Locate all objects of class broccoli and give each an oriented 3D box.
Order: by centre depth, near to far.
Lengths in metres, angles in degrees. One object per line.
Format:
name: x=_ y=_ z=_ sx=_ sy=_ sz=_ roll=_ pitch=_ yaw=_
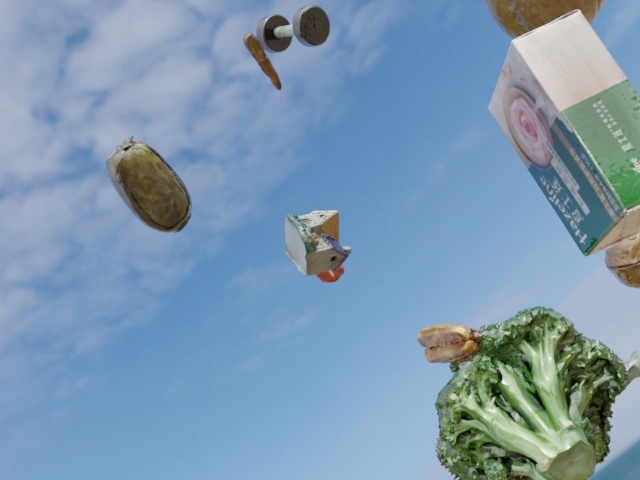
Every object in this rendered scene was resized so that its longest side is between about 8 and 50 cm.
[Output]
broccoli: x=0.317 y=0.258 z=1.205 sx=0.307 sy=0.275 sz=0.308 roll=-6 pitch=-66 yaw=-13

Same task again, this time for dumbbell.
dumbbell: x=-0.070 y=-0.530 z=2.051 sx=0.100 sy=0.191 sz=0.100 roll=-5 pitch=-82 yaw=-39

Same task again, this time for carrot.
carrot: x=-0.136 y=-0.429 z=1.961 sx=0.035 sy=0.035 sz=0.165 roll=-36 pitch=-63 yaw=-4

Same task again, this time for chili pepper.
chili pepper: x=-0.001 y=0.032 z=1.710 sx=0.070 sy=0.123 sz=0.073 roll=-38 pitch=12 yaw=-2

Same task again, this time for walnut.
walnut: x=0.447 y=-0.554 z=1.660 sx=0.252 sy=0.277 sz=0.313 roll=-34 pitch=-60 yaw=23
walnut: x=0.758 y=0.030 z=1.936 sx=0.167 sy=0.167 sz=0.207 roll=-51 pitch=-14 yaw=28

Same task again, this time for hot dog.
hot dog: x=0.168 y=0.130 z=1.040 sx=0.041 sy=0.056 sz=0.133 roll=-21 pitch=-2 yaw=-24

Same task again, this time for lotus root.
lotus root: x=-0.453 y=-0.139 z=2.163 sx=0.160 sy=0.275 sz=0.152 roll=-45 pitch=24 yaw=-21

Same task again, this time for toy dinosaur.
toy dinosaur: x=0.525 y=0.197 z=1.310 sx=0.082 sy=0.039 sz=0.209 roll=-44 pitch=2 yaw=-34

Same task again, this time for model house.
model house: x=0.000 y=0.000 z=1.443 sx=0.100 sy=0.101 sz=0.088 roll=-12 pitch=-57 yaw=-20

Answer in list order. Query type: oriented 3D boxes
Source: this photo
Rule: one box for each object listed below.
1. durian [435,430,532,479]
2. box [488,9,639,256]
durian: x=0.432 y=0.499 z=2.006 sx=0.293 sy=0.258 sz=0.258 roll=-9 pitch=1 yaw=43
box: x=0.252 y=-0.099 z=0.787 sx=0.081 sy=0.199 sz=0.135 roll=-24 pitch=-18 yaw=-7
